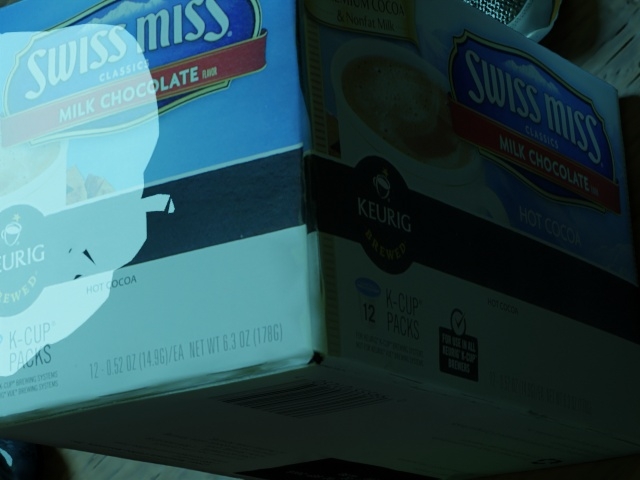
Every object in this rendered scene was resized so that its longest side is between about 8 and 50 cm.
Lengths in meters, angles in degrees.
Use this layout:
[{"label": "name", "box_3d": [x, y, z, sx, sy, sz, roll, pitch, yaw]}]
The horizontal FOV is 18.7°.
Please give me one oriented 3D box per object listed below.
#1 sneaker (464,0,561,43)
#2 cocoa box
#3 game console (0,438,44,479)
[{"label": "sneaker", "box_3d": [0.079, -0.205, 1.221, 0.084, 0.083, 0.215, -37, 62, 21]}, {"label": "cocoa box", "box_3d": [0.000, 0.000, 1.062, 0.231, 0.347, 0.227, -13, 71, 33]}, {"label": "game console", "box_3d": [-0.303, 0.282, 1.404, 0.213, 0.044, 0.361, 40, 103, 33]}]
